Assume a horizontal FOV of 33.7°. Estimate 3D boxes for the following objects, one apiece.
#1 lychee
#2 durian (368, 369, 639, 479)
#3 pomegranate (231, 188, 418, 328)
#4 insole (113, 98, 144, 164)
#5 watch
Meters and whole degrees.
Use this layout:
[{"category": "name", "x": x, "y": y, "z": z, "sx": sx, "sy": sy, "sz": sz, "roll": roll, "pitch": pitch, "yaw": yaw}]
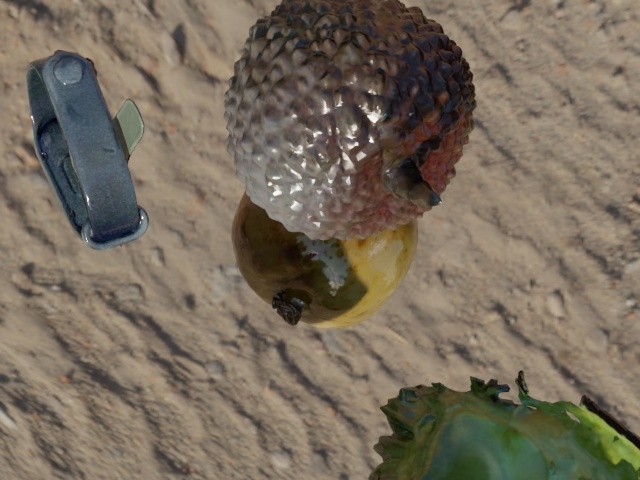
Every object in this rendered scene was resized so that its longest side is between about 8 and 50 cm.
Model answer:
[{"category": "lychee", "x": 0.021, "y": -0.072, "z": 0.658, "sx": 0.165, "sy": 0.165, "sz": 0.197, "roll": -17, "pitch": 52, "yaw": -25}, {"category": "durian", "x": 0.074, "y": 0.208, "z": 0.321, "sx": 0.163, "sy": 0.198, "sz": 0.394, "roll": 17, "pitch": 43, "yaw": -32}, {"category": "pomegranate", "x": 0.000, "y": 0.000, "z": 1.210, "sx": 0.215, "sy": 0.215, "sz": 0.215, "roll": 2, "pitch": 85, "yaw": -25}, {"category": "insole", "x": -0.195, "y": -0.091, "z": 1.027, "sx": 0.002, "sy": 0.152, "sz": 0.053, "roll": -23, "pitch": 82, "yaw": -30}, {"category": "watch", "x": -0.241, "y": -0.084, "z": 1.073, "sx": 0.068, "sy": 0.193, "sz": 0.206, "roll": -21, "pitch": 80, "yaw": -20}]
